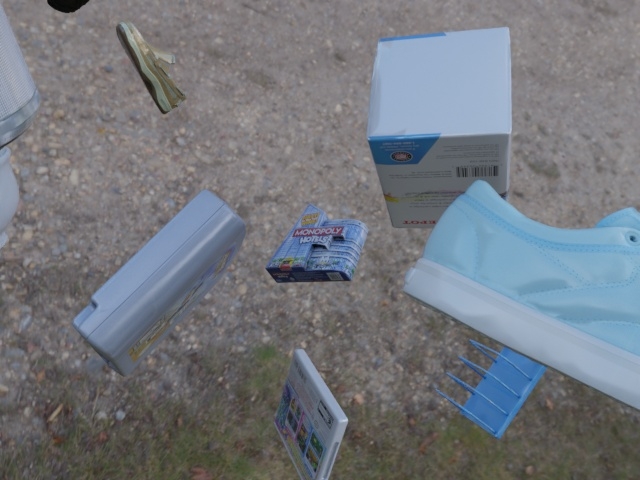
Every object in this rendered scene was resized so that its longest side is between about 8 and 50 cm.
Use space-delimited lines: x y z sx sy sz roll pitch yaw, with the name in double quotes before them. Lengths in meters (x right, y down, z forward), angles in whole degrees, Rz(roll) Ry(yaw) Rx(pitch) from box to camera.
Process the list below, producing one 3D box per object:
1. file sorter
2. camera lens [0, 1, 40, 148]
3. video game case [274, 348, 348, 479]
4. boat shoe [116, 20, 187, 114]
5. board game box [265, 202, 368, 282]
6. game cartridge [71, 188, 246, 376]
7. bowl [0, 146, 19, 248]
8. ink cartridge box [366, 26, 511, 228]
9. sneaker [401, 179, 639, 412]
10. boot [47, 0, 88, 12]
"file sorter" 0.316 0.257 1.176 0.104 0.118 0.170 38 84 -20
"camera lens" -0.473 -0.231 0.714 0.220 0.274 0.219 -5 38 4
"video game case" -0.018 0.258 0.888 0.019 0.143 0.157 2 26 -28
"boat shoe" -0.296 -0.318 1.118 0.072 0.190 0.068 -31 55 -8
"board game box" 0.000 0.000 1.389 0.060 0.194 0.194 56 42 -40
"game cartridge" -0.168 0.054 0.685 0.062 0.297 0.198 46 69 2
"bowl" -0.605 -0.024 0.998 0.298 0.298 0.134 -47 125 -39
"ink cartridge box" 0.200 -0.163 0.996 0.198 0.270 0.197 0 63 15
"sneaker" 0.251 0.053 0.481 0.366 0.135 0.150 25 90 19
"boot" -0.227 -0.289 0.607 0.045 0.121 0.099 18 62 -53
